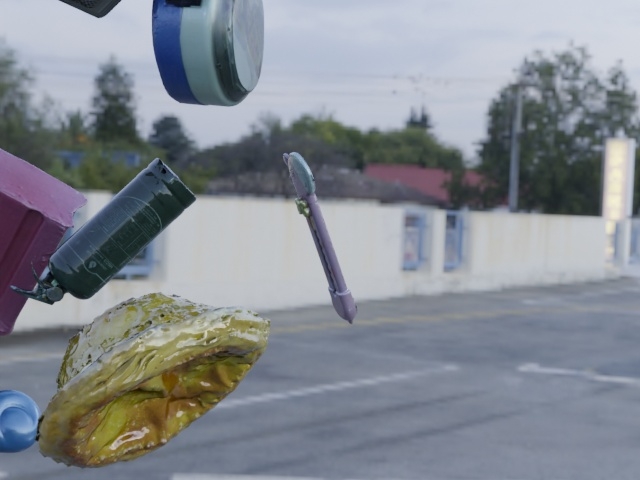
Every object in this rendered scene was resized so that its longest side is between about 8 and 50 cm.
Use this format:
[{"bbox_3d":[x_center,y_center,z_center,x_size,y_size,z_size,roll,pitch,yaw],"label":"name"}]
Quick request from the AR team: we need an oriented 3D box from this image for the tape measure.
[{"bbox_3d":[-0.183,-0.362,2.021,0.138,0.259,0.262,0,45,13],"label":"tape measure"}]

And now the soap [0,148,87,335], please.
[{"bbox_3d":[-0.643,0.013,2.335,0.233,0.359,0.128,30,33,-11],"label":"soap"}]

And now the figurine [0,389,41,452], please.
[{"bbox_3d":[-0.602,0.161,1.845,0.243,0.416,0.298,-21,-12,-46],"label":"figurine"}]

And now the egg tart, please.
[{"bbox_3d":[-0.226,0.166,1.537,0.341,0.132,0.341,-29,-22,-13],"label":"egg tart"}]

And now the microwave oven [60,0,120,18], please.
[{"bbox_3d":[-0.324,-0.602,1.858,0.236,0.375,0.432,22,-31,-31],"label":"microwave oven"}]

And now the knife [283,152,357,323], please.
[{"bbox_3d":[-0.001,0.000,2.458,0.038,0.399,0.132,-25,21,-13],"label":"knife"}]

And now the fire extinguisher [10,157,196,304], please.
[{"bbox_3d":[-0.346,0.000,1.903,0.114,0.311,0.095,47,-7,-21],"label":"fire extinguisher"}]
